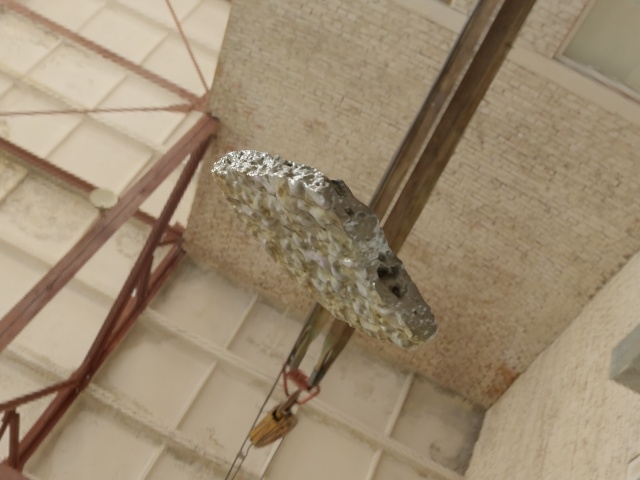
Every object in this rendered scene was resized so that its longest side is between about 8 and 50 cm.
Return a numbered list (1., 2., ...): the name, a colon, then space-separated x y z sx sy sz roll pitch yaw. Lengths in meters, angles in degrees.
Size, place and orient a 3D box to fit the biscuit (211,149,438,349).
1. biscuit: 0.000 0.000 0.694 0.265 0.188 0.040 41 -116 15
